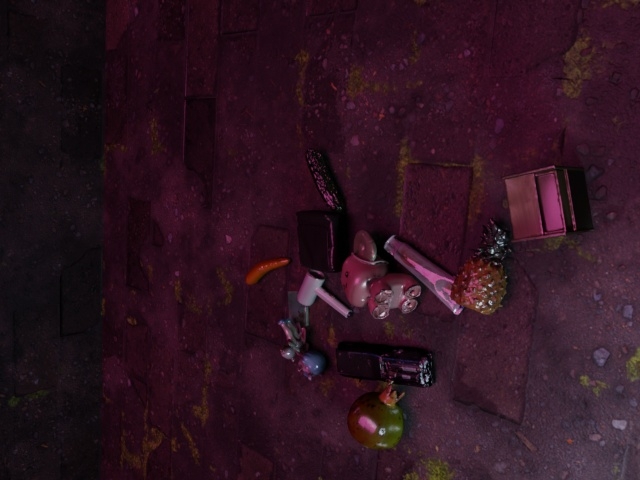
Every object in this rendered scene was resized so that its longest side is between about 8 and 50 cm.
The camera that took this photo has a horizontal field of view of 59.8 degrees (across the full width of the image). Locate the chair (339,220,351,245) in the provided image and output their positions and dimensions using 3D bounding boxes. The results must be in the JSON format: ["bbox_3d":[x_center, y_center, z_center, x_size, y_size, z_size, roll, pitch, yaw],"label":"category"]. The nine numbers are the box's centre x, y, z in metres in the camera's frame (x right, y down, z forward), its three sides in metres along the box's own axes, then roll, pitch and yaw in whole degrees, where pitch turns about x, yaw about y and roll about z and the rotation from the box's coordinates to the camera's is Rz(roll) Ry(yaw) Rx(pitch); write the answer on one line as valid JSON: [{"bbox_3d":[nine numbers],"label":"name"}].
[{"bbox_3d":[0.075,-0.024,2.018,0.042,0.037,0.086,-33,76,27],"label":"chair"}]

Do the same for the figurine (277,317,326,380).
[{"bbox_3d":[-0.078,0.404,2.112,0.103,0.205,0.260,-36,73,11],"label":"figurine"}]

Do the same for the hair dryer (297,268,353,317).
[{"bbox_3d":[0.026,0.221,2.078,0.236,0.073,0.131,34,115,24],"label":"hair dryer"}]

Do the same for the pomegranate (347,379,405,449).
[{"bbox_3d":[0.202,0.592,1.860,0.246,0.198,0.198,-44,66,37],"label":"pomegranate"}]

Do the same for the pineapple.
[{"bbox_3d":[0.478,0.066,1.613,0.158,0.158,0.278,20,97,39],"label":"pineapple"}]

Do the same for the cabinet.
[{"bbox_3d":[0.584,-0.093,1.441,0.148,0.215,0.174,-10,87,42],"label":"cabinet"}]

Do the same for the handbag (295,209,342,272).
[{"bbox_3d":[0.000,0.000,2.041,0.247,0.080,0.222,8,105,59],"label":"handbag"}]

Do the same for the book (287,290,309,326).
[{"bbox_3d":[-0.087,0.269,2.202,0.103,0.017,0.134,-1,94,42],"label":"book"}]

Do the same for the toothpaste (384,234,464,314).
[{"bbox_3d":[0.340,0.099,1.782,0.323,0.066,0.100,42,112,26],"label":"toothpaste"}]

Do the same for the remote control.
[{"bbox_3d":[0.209,0.431,1.927,0.399,0.062,0.144,-5,91,42],"label":"remote control"}]

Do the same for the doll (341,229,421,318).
[{"bbox_3d":[0.177,0.125,1.867,0.268,0.217,0.284,-118,28,-45],"label":"doll"}]

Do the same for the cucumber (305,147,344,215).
[{"bbox_3d":[0.016,-0.210,2.026,0.077,0.077,0.265,-33,72,39],"label":"cucumber"}]

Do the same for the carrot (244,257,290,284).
[{"bbox_3d":[-0.226,0.113,2.288,0.271,0.062,0.066,-34,39,34],"label":"carrot"}]
